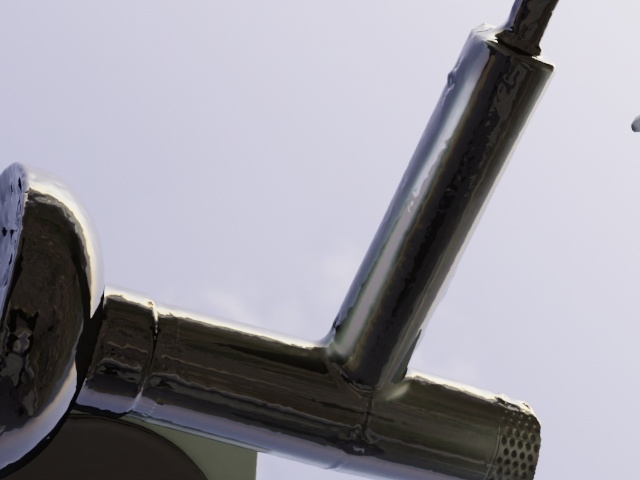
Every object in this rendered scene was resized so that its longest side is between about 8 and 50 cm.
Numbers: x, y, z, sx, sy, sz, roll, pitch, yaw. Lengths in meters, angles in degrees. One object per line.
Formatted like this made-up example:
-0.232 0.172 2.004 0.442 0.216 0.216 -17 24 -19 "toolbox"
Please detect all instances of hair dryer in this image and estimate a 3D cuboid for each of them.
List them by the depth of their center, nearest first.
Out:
-0.019 -0.008 0.766 0.320 0.156 0.284 7 -82 -21 "hair dryer"

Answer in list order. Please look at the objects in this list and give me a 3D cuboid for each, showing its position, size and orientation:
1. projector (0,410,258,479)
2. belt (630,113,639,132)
-0.168 0.194 0.876 0.257 0.079 0.259 -3 -72 -27 "projector"
0.139 0.012 0.303 0.163 0.082 0.147 53 -171 7 "belt"
